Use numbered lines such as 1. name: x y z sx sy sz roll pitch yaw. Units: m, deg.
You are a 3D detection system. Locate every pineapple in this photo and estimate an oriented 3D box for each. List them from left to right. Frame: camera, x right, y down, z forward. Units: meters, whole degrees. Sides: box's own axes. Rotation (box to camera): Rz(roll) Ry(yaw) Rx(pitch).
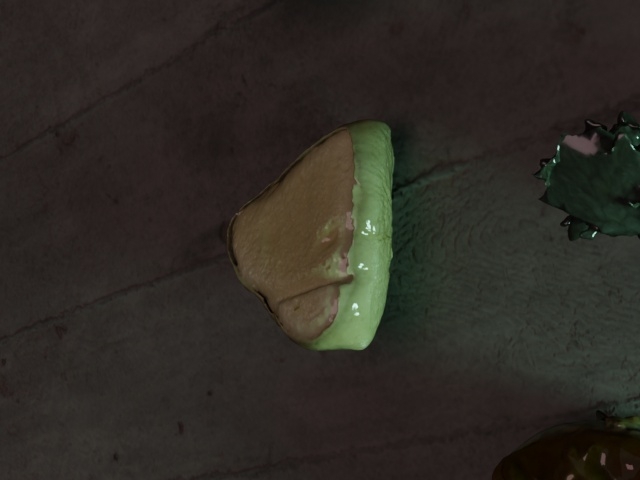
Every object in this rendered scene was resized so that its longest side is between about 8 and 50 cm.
1. pineapple: 0.263 -0.046 0.806 0.157 0.278 0.158 1 91 44

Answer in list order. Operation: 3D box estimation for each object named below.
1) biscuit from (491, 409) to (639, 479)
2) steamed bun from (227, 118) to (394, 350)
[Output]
1. biscuit: 0.288 0.315 0.920 0.268 0.115 0.366 -23 79 41
2. steamed bun: 0.011 0.020 1.154 0.231 0.110 0.212 -34 53 42
